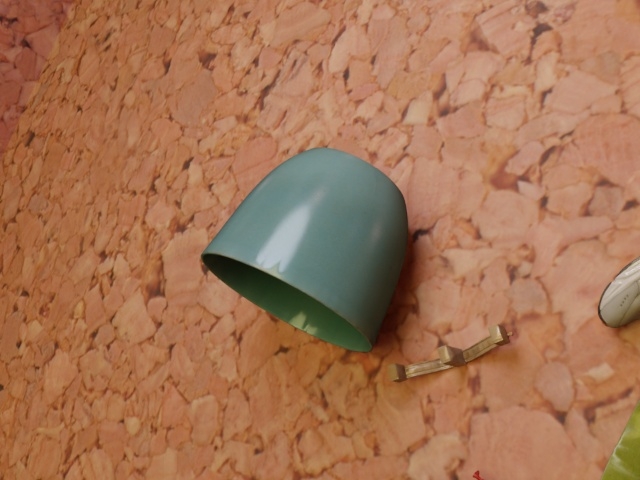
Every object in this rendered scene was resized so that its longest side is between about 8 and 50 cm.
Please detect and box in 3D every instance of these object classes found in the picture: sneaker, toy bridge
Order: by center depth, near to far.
[{"bbox_3d":[0.466,0.048,0.754,0.262,0.099,0.121,-37,61,21],"label":"sneaker"},{"bbox_3d":[0.192,0.168,0.920,0.188,0.063,0.026,-27,61,27],"label":"toy bridge"}]

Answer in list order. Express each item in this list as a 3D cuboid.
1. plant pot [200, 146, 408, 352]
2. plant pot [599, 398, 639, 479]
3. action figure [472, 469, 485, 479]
[{"bbox_3d":[0.000,0.000,0.986,0.293,0.293,0.235,15,68,37],"label":"plant pot"},{"bbox_3d":[0.456,0.263,0.605,0.294,0.275,0.274,28,92,22],"label":"plant pot"},{"bbox_3d":[0.254,0.348,0.838,0.115,0.030,0.038,25,95,33],"label":"action figure"}]
